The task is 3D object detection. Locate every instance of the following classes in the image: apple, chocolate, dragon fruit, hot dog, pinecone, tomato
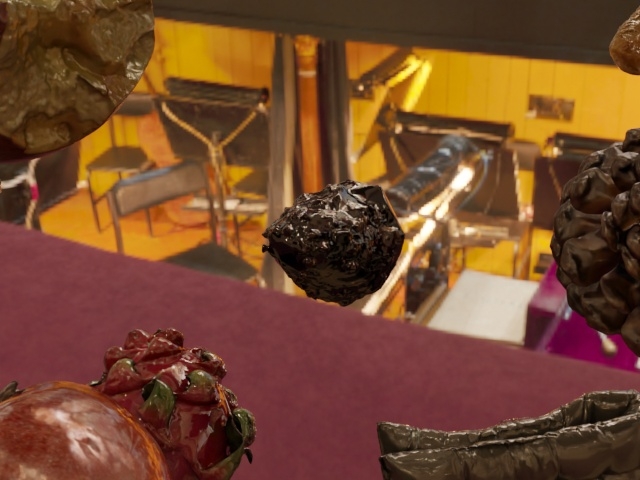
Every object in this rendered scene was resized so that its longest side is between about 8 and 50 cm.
[{"bbox_3d":[-0.199,-0.135,0.591,0.147,0.156,0.158,-16,5,37],"label":"apple"},{"bbox_3d":[0.000,0.000,0.981,0.156,0.156,0.133,13,0,28],"label":"chocolate"},{"bbox_3d":[-0.196,0.240,0.964,0.272,0.218,0.198,-52,45,-3],"label":"dragon fruit"},{"bbox_3d":[0.400,-0.265,0.986,0.216,0.047,0.066,-40,63,-22],"label":"hot dog"},{"bbox_3d":[0.339,0.009,0.855,0.247,0.246,0.292,-3,-9,-2],"label":"pinecone"},{"bbox_3d":[-0.240,0.254,0.727,0.227,0.270,0.270,42,33,-3],"label":"tomato"}]

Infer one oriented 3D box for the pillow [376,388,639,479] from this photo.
[{"bbox_3d":[0.227,0.299,0.981,0.327,0.228,0.101,-8,16,-4],"label":"pillow"}]
